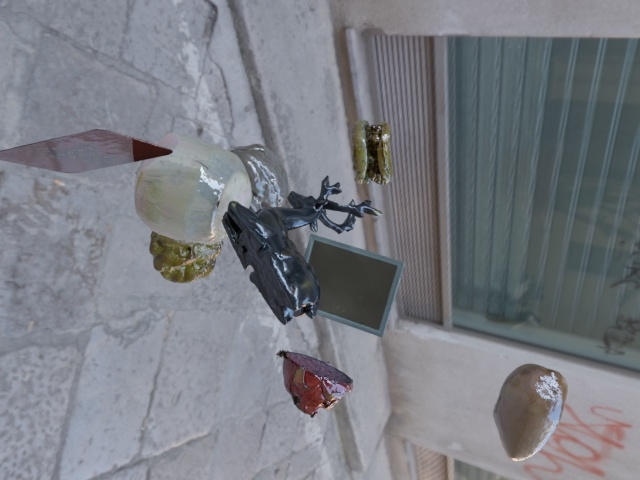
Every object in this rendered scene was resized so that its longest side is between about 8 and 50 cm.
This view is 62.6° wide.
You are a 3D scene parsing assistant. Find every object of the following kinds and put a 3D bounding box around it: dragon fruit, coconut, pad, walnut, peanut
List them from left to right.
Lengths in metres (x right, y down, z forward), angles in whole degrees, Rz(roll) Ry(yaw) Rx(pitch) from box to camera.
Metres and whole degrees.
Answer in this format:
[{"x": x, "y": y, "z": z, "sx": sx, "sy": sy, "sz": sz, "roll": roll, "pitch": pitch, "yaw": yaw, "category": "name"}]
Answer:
[{"x": -0.405, "y": -0.147, "z": 0.897, "sx": 0.181, "sy": 0.267, "sz": 0.004, "roll": 9, "pitch": 77, "yaw": -66, "category": "pad"}, {"x": -0.273, "y": -0.106, "z": 1.090, "sx": 0.227, "sy": 0.230, "sz": 0.227, "roll": -57, "pitch": 161, "yaw": -33, "category": "coconut"}, {"x": -0.192, "y": -0.149, "z": 1.432, "sx": 0.224, "sy": 0.224, "sz": 0.224, "roll": -36, "pitch": 131, "yaw": -55, "category": "walnut"}, {"x": -0.030, "y": 0.433, "z": 1.542, "sx": 0.224, "sy": 0.218, "sz": 0.148, "roll": 24, "pitch": 90, "yaw": -46, "category": "dragon fruit"}, {"x": 0.260, "y": 0.218, "z": 0.663, "sx": 0.076, "sy": 0.076, "sz": 0.152, "roll": -40, "pitch": 147, "yaw": -52, "category": "peanut"}]

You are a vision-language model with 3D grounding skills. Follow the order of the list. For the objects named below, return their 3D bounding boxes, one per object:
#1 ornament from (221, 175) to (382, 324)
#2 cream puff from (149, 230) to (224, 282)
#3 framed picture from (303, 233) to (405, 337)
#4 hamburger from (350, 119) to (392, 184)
[{"x": 0.000, "y": 0.000, "z": 0.789, "sx": 0.236, "sy": 0.202, "sz": 0.080, "roll": -21, "pitch": 159, "yaw": -38, "category": "ornament"}, {"x": -0.384, "y": 0.004, "z": 1.519, "sx": 0.244, "sy": 0.196, "sz": 0.244, "roll": -157, "pitch": -90, "yaw": -79, "category": "cream puff"}, {"x": 0.047, "y": 0.080, "z": 0.952, "sx": 0.011, "sy": 0.183, "sz": 0.142, "roll": -2, "pitch": 108, "yaw": -73, "category": "framed picture"}, {"x": 0.134, "y": -0.234, "z": 1.433, "sx": 0.185, "sy": 0.113, "sz": 0.177, "roll": 90, "pitch": -7, "yaw": -72, "category": "hamburger"}]
